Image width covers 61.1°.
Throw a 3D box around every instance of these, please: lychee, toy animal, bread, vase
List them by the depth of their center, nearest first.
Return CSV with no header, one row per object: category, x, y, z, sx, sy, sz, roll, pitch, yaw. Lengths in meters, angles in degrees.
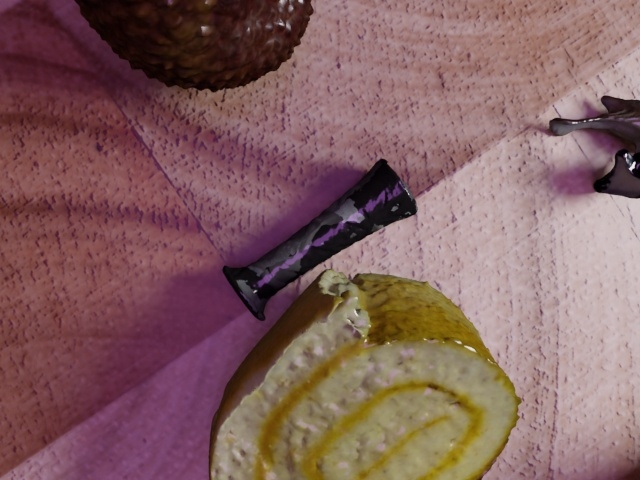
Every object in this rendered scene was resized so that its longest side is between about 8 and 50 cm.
lychee,-0.091,-0.203,0.398,0.195,0.194,0.194,0,90,-5
bread,0.013,0.139,0.426,0.186,0.124,0.257,44,96,-12
vase,0.000,0.000,0.463,0.167,0.059,0.059,-35,93,-3
toy animal,0.319,-0.101,0.485,0.203,0.070,0.105,-20,73,0
